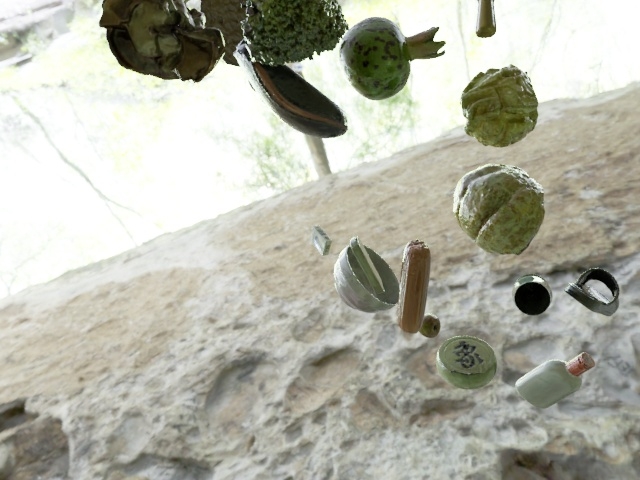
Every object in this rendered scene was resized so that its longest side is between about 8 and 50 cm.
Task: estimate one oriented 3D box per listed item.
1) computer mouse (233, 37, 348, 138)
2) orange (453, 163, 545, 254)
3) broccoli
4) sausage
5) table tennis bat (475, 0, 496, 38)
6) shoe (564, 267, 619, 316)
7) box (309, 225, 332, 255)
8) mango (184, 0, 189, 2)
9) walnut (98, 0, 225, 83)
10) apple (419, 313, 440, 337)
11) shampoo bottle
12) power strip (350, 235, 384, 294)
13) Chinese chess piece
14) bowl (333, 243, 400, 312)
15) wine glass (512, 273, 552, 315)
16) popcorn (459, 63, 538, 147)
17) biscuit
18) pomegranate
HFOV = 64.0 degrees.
[{"bbox_3d":[-0.074,-0.345,1.222,0.116,0.323,0.183,-53,-166,7],"label":"computer mouse"},{"bbox_3d":[0.555,-0.129,1.648,0.271,0.210,0.368,-42,-158,15],"label":"orange"},{"bbox_3d":[-0.031,-0.464,0.992,0.181,0.272,0.242,18,-171,8],"label":"broccoli"},{"bbox_3d":[0.274,0.140,1.504,0.086,0.288,0.086,4,-163,-1],"label":"sausage"},{"bbox_3d":[0.433,-0.683,1.337,0.199,0.320,0.050,0,172,20],"label":"table tennis bat"},{"bbox_3d":[0.687,0.121,1.264,0.241,0.093,0.108,9,-152,-50],"label":"shoe"},{"bbox_3d":[0.000,0.000,1.510,0.024,0.054,0.083,-9,-141,-29],"label":"box"},{"bbox_3d":[-0.290,-0.644,1.133,0.273,0.149,0.185,-26,-122,29],"label":"mango"},{"bbox_3d":[-0.323,-0.428,1.051,0.204,0.238,0.141,-33,-158,11],"label":"walnut"},{"bbox_3d":[0.394,0.311,1.865,0.074,0.089,0.089,-18,-162,50],"label":"apple"},{"bbox_3d":[0.613,0.359,1.329,0.051,0.108,0.221,-46,172,-46],"label":"shampoo bottle"},{"bbox_3d":[0.151,0.084,1.627,0.029,0.226,0.080,-25,-158,12],"label":"power strip"},{"bbox_3d":[0.354,0.294,1.246,0.144,0.058,0.144,-6,-149,3],"label":"Chinese chess piece"},{"bbox_3d":[0.159,0.163,1.950,0.144,0.287,0.287,-45,-169,28],"label":"bowl"},{"bbox_3d":[0.513,0.131,1.243,0.093,0.092,0.202,-13,174,22],"label":"wine glass"},{"bbox_3d":[0.413,-0.308,1.197,0.167,0.185,0.187,-11,-139,13],"label":"popcorn"},{"bbox_3d":[-0.242,-0.742,1.726,0.359,0.359,0.046,-12,-147,24],"label":"biscuit"},{"bbox_3d":[0.189,-0.547,1.476,0.286,0.231,0.231,-36,-158,4],"label":"pomegranate"}]
